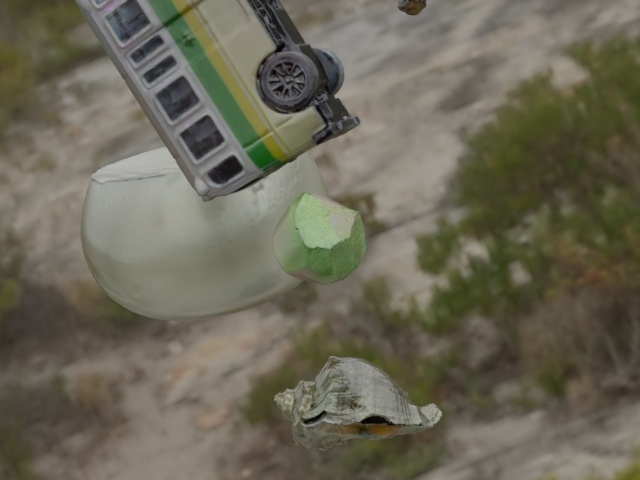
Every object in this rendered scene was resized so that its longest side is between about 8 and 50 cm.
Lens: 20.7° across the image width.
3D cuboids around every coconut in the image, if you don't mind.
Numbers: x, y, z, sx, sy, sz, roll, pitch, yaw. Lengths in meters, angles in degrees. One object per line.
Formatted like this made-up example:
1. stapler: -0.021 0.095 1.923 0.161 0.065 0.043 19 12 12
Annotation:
1. coconut: 0.000 0.000 1.561 0.081 0.082 0.083 117 174 -47

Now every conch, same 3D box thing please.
1. conch: 0.044 0.212 2.145 0.207 0.130 0.155 12 19 4

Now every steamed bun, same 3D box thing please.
1. steamed bun: -0.140 -0.012 2.199 0.324 0.206 0.324 -11 10 2

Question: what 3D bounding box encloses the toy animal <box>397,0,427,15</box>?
1. toy animal: 0.044 -0.312 1.360 0.054 0.275 0.149 -6 0 42

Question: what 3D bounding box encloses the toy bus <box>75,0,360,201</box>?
1. toy bus: -0.113 -0.199 1.708 0.179 0.305 0.143 -32 1 15
